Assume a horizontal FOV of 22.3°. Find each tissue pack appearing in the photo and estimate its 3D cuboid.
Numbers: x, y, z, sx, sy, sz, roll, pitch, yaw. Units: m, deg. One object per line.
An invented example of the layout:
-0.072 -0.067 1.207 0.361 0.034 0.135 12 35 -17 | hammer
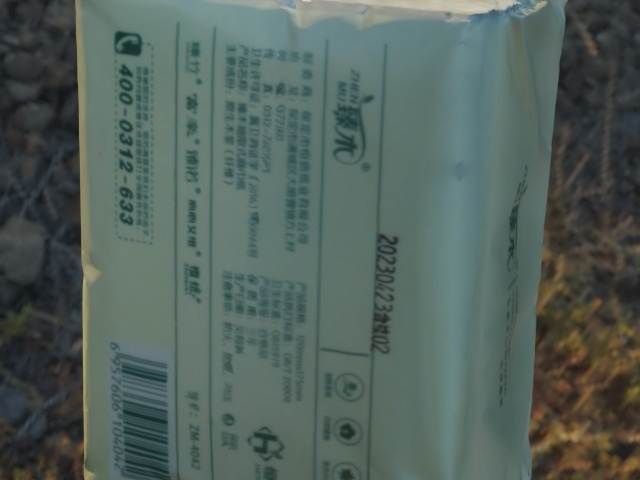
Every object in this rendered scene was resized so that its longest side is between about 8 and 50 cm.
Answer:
0.000 0.000 1.089 0.297 0.380 0.207 11 21 19 | tissue pack
